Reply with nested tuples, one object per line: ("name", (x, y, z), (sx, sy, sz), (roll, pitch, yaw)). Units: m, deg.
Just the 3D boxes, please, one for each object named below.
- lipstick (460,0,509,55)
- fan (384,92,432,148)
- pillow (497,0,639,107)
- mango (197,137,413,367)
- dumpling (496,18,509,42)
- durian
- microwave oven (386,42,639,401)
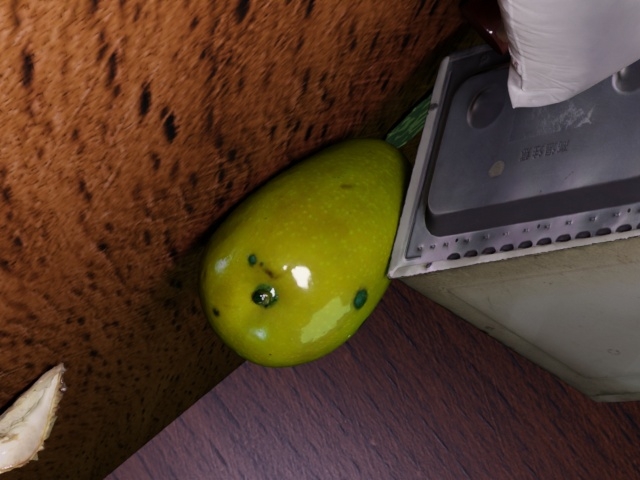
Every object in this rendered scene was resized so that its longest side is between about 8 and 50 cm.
("lipstick", (0.262, -0.281, 1.381), (0.356, 0.057, 0.057), (-41, 176, 0))
("fan", (0.115, -0.140, 1.835), (0.131, 0.009, 0.240), (-38, 175, -23))
("pillow", (0.179, -0.185, 1.118), (0.144, 0.078, 0.254), (-23, 152, -4))
("mango", (0.000, 0.000, 1.485), (0.175, 0.143, 0.293), (-39, -174, 33))
("dumpling", (0.190, -0.202, 1.292), (0.134, 0.100, 0.169), (131, -16, -81))
("durian", (-0.262, 0.151, 1.497), (0.130, 0.052, 0.066), (-43, 137, 3))
("microwave oven", (0.312, -0.039, 1.380), (0.394, 0.333, 0.247), (-10, -125, 48))
